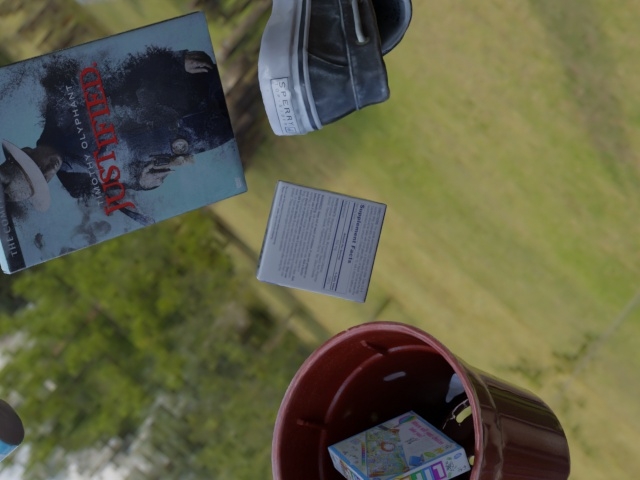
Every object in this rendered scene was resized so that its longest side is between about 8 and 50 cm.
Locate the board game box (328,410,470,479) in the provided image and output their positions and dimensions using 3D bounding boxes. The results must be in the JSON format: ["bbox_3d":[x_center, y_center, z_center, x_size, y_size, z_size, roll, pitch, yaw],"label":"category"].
[{"bbox_3d":[0.079,0.227,1.616,0.154,0.103,0.026,-153,43,-72],"label":"board game box"}]

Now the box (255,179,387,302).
[{"bbox_3d":[0.000,0.000,1.909,0.137,0.126,0.072,13,-179,-6],"label":"box"}]

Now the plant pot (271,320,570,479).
[{"bbox_3d":[0.133,0.246,1.744,0.272,0.272,0.265,34,-170,38],"label":"plant pot"}]

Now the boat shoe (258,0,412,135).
[{"bbox_3d":[0.022,-0.191,1.358,0.335,0.119,0.121,-85,-13,-54],"label":"boat shoe"}]

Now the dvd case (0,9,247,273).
[{"bbox_3d":[-0.094,-0.044,0.678,0.013,0.119,0.087,13,118,60],"label":"dvd case"}]

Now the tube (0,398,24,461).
[{"bbox_3d":[-0.351,0.215,1.368,0.080,0.207,0.052,49,-162,-11],"label":"tube"}]
